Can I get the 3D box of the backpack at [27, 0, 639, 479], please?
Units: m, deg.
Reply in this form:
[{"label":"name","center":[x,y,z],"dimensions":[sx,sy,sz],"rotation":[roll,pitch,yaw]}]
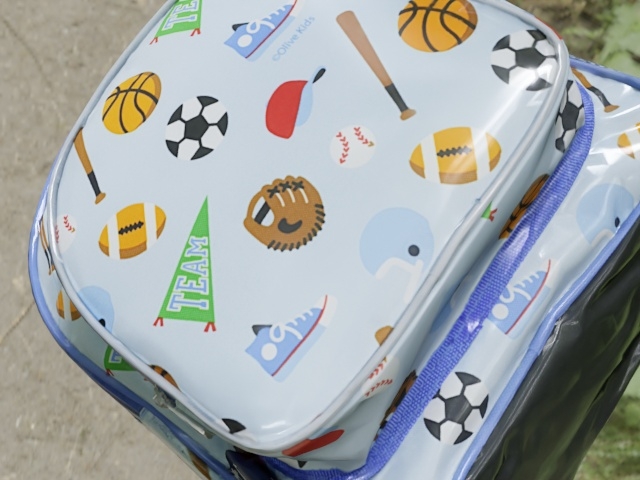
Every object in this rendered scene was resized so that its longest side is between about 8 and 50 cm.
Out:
[{"label":"backpack","center":[0.000,0.000,0.528],"dimensions":[0.263,0.213,0.276],"rotation":[27,73,38]}]
